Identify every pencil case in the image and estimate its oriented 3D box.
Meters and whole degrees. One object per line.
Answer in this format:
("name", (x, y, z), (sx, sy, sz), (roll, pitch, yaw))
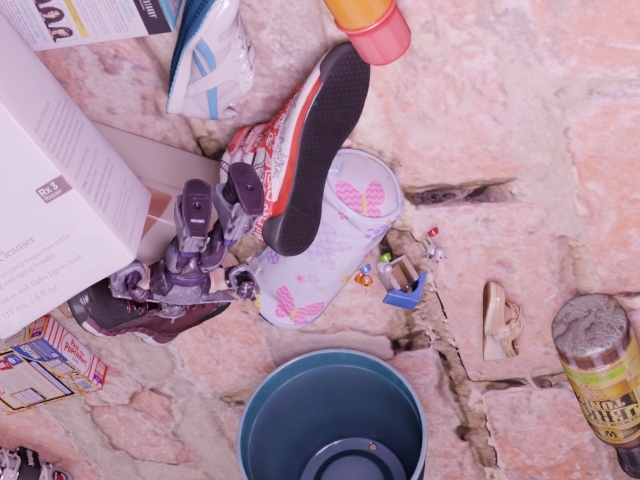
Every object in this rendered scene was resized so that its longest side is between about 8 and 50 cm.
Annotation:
("pencil case", (0.000, 0.000, 1.895), (0.124, 0.113, 0.273), (40, 136, 2))

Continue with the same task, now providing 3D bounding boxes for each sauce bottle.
("sauce bottle", (0.418, 0.217, 2.076), (0.111, 0.111, 0.344), (-11, 136, 22))

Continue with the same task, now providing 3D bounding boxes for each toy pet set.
("toy pet set", (0.108, 0.052, 1.933), (0.122, 0.065, 0.114), (-28, 168, -18))

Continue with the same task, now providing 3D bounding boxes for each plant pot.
("plant pot", (0.033, 0.334, 2.179), (0.271, 0.272, 0.255), (0, 153, 10))

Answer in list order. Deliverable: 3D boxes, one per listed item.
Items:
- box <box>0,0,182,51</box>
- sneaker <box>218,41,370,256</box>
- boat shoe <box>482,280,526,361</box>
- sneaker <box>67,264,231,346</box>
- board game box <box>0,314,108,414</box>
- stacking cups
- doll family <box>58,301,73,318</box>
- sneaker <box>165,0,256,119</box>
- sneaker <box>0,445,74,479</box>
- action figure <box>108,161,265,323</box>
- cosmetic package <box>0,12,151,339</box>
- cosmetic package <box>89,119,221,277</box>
("box", (-0.288, -0.274, 1.663), (0.244, 0.060, 0.100), (-5, 137, 16))
("sneaker", (-0.041, -0.129, 1.763), (0.090, 0.145, 0.270), (-1, 117, -43))
("boat shoe", (0.251, 0.109, 2.022), (0.059, 0.063, 0.170), (0, 149, 6))
("sneaker", (-0.216, 0.062, 1.982), (0.162, 0.106, 0.281), (-23, 164, 17))
("board game box", (-0.445, 0.192, 2.249), (0.193, 0.045, 0.147), (-16, 134, 27))
("stacking cups", (0.001, -0.305, 1.554), (0.096, 0.096, 0.316), (-11, 137, 22))
("doll family", (-0.429, 0.041, 2.041), (0.263, 0.118, 0.163), (-3, 135, -15))
("sneaker", (-0.114, -0.223, 1.685), (0.092, 0.087, 0.229), (9, 147, -11))
("sneaker", (-0.495, 0.395, 2.460), (0.146, 0.122, 0.330), (-24, 131, 9))
("action figure", (-0.153, 0.026, 1.753), (0.185, 0.099, 0.285), (-7, 151, -24))
("cosmetic package", (-0.391, -0.104, 1.654), (0.217, 0.156, 0.385), (-31, 117, 19))
("cosmetic package", (-0.274, -0.049, 1.871), (0.296, 0.129, 0.153), (17, 139, -9))
